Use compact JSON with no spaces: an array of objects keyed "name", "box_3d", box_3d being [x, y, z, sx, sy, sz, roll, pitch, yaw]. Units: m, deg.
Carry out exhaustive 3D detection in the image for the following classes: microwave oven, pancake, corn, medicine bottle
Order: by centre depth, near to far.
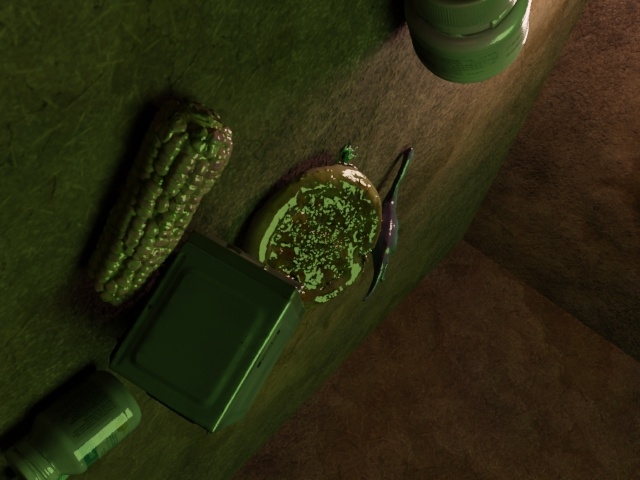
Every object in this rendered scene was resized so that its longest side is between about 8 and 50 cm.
[{"name":"corn","box_3d":[-0.240,-0.051,0.954,0.335,0.127,0.127,-58,161,21]},{"name":"microwave oven","box_3d":[-0.185,0.161,1.123,0.286,0.219,0.355,-59,173,-9]},{"name":"medicine bottle","box_3d":[-0.448,0.349,1.167,0.215,0.135,0.135,-40,158,-36]},{"name":"medicine bottle","box_3d":[0.283,-0.467,1.247,0.241,0.241,0.302,-53,162,1]},{"name":"pancake","box_3d":[-0.001,0.000,1.481,0.383,0.071,0.381,-19,124,-32]}]

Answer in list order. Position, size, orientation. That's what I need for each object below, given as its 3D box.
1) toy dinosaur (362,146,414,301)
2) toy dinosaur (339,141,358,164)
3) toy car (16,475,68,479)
[{"name":"toy dinosaur","box_3d":[0.198,-0.058,1.875,0.383,0.130,0.330,-81,-168,-53]},{"name":"toy dinosaur","box_3d":[0.064,-0.202,1.570,0.062,0.021,0.083,-10,131,-54]},{"name":"toy car","box_3d":[-0.498,0.410,1.258,0.224,0.076,0.090,-49,162,-38]}]
